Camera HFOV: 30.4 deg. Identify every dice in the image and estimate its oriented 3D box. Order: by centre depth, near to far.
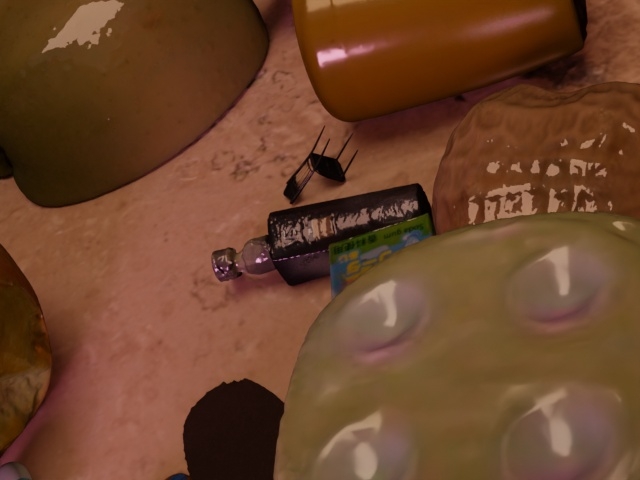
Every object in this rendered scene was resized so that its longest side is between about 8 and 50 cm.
[{"bbox_3d":[0.131,0.150,0.705,0.250,0.254,0.252,-8,45,23],"label":"dice"}]

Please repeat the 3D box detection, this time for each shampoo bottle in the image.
[{"bbox_3d":[0.000,0.001,1.077,0.207,0.063,0.057,-14,54,15],"label":"shampoo bottle"}]

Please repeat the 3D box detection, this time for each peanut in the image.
[{"bbox_3d":[0.207,-0.050,0.969,0.233,0.110,0.197,-2,49,31],"label":"peanut"}]

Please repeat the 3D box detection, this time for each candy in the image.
[{"bbox_3d":[0.064,0.074,0.965,0.097,0.062,0.194,-17,44,14],"label":"candy"}]

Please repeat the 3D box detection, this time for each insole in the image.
[{"bbox_3d":[-0.026,0.214,0.919,0.111,0.007,0.328,-39,42,-7],"label":"insole"}]

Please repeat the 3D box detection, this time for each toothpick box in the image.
[{"bbox_3d":[0.123,-0.224,1.144,0.271,0.175,0.175,-11,45,16],"label":"toothpick box"}]

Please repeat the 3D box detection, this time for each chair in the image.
[{"bbox_3d":[0.002,-0.071,1.167,0.086,0.042,0.037,-54,30,30],"label":"chair"}]

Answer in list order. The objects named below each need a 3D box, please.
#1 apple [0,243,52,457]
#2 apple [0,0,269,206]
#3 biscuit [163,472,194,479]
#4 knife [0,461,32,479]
[{"bbox_3d":[-0.426,0.095,1.047,0.339,0.339,0.339,-16,43,16],"label":"apple"},{"bbox_3d":[-0.263,-0.204,1.408,0.360,0.311,0.320,-43,-1,-17],"label":"apple"},{"bbox_3d":[-0.147,0.260,0.925,0.124,0.026,0.175,17,62,41],"label":"biscuit"},{"bbox_3d":[-0.251,0.274,0.972,0.064,0.031,0.222,-42,40,20],"label":"knife"}]
